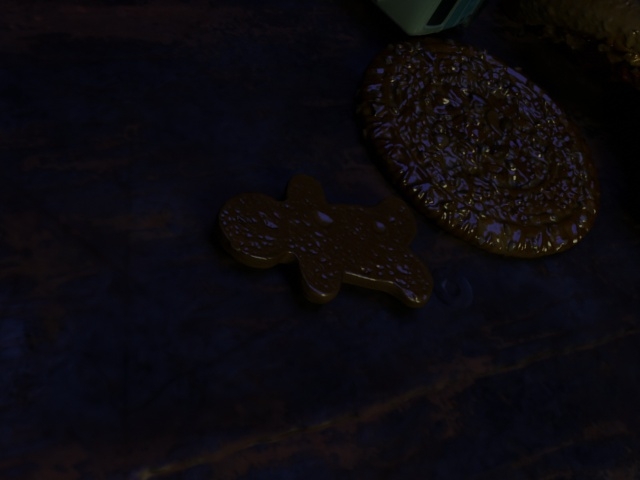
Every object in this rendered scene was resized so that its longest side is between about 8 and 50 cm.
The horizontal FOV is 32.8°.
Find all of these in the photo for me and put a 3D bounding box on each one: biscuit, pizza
[{"bbox_3d":[0.000,0.000,0.973,0.205,0.031,0.138,7,51,-27],"label":"biscuit"},{"bbox_3d":[0.400,-0.227,1.291,0.408,0.114,0.277,32,12,22],"label":"pizza"},{"bbox_3d":[0.176,-0.110,1.164,0.305,0.038,0.305,16,48,-19],"label":"biscuit"}]

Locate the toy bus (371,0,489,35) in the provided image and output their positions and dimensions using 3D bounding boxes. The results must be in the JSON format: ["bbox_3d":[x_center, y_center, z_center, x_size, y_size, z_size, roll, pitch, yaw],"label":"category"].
[{"bbox_3d":[0.074,-0.364,1.238,0.271,0.133,0.164,46,44,13],"label":"toy bus"}]

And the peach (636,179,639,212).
[{"bbox_3d":[0.426,-0.057,1.219,0.152,0.152,0.152,16,48,-19],"label":"peach"}]
